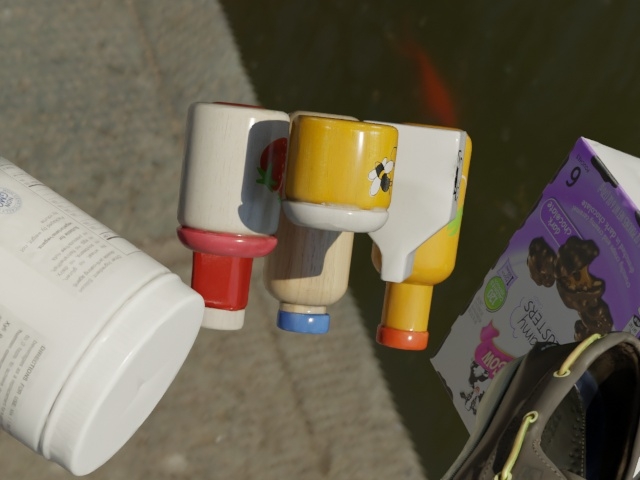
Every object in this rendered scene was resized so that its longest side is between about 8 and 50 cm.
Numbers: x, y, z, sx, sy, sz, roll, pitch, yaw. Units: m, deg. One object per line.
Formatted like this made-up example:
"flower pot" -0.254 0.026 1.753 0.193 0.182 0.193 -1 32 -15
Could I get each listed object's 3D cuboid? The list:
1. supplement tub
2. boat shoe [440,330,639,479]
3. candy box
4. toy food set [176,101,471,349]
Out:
"supplement tub" -0.098 0.016 0.563 0.107 0.071 0.071 34 51 11
"boat shoe" 0.102 0.123 0.843 0.081 0.069 0.227 46 39 -17
"candy box" 0.171 0.062 1.163 0.070 0.196 0.165 18 26 -30
"toy food set" 0.000 0.000 0.753 0.111 0.232 0.104 7 95 8
